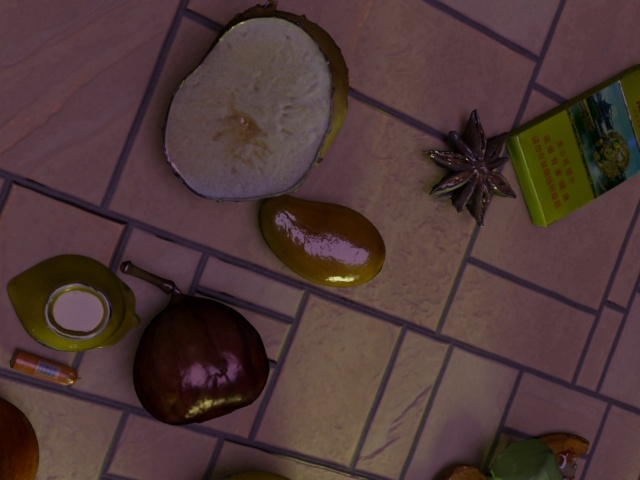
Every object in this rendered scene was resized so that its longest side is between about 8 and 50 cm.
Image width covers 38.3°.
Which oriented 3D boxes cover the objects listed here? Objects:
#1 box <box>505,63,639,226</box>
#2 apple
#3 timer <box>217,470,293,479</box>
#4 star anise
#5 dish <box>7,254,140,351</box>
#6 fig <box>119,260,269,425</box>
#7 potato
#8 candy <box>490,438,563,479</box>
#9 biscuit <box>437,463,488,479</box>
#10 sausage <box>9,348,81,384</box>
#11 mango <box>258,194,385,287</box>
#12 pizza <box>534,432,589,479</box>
[{"bbox_3d":[0.509,-0.181,1.719,0.335,0.047,0.187,-28,106,-18],"label":"box"},{"bbox_3d":[-0.499,0.304,1.308,0.195,0.160,0.173,1,75,-29],"label":"apple"},{"bbox_3d":[-0.075,0.496,1.417,0.285,0.285,0.285,-3,98,-23],"label":"timer"},{"bbox_3d":[0.270,-0.127,1.617,0.195,0.065,0.182,33,79,-19],"label":"star anise"},{"bbox_3d":[-0.359,0.102,1.369,0.207,0.080,0.149,16,91,-23],"label":"dish"},{"bbox_3d":[-0.195,0.153,1.411,0.203,0.186,0.250,-16,70,-7],"label":"fig"},{"bbox_3d":[-0.083,-0.202,1.396,0.246,0.196,0.300,42,110,-2],"label":"potato"},{"bbox_3d":[0.408,0.527,1.704,0.142,0.132,0.344,-23,115,-9],"label":"candy"},{"bbox_3d":[0.232,0.577,1.703,0.215,0.047,0.340,9,91,-26],"label":"biscuit"},{"bbox_3d":[-0.411,0.194,1.385,0.107,0.031,0.031,25,87,-24],"label":"sausage"},{"bbox_3d":[0.000,0.000,1.500,0.227,0.099,0.136,24,92,-16],"label":"mango"},{"bbox_3d":[0.432,0.459,1.777,0.184,0.036,0.176,2,96,-23],"label":"pizza"}]
